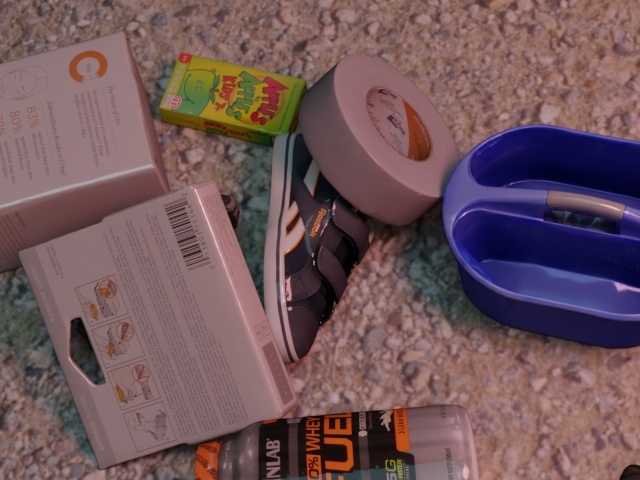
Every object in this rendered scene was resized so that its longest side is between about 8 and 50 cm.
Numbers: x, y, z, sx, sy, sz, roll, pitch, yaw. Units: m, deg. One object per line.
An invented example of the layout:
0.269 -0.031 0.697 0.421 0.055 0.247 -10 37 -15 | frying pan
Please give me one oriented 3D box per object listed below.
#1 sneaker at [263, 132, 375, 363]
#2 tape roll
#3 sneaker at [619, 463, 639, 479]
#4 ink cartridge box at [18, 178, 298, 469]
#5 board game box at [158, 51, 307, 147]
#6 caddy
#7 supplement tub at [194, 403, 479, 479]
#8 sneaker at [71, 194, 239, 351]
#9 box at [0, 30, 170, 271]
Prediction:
0.000 0.000 1.858 0.128 0.126 0.321 -2 63 10 | sneaker
0.077 -0.128 1.865 0.072 0.219 0.219 -38 59 34 | tape roll
0.545 0.294 1.616 0.483 0.185 0.202 -2 40 14 | sneaker
-0.198 0.104 1.789 0.261 0.066 0.296 -19 94 23 | ink cartridge box
-0.117 -0.190 2.002 0.181 0.043 0.092 13 67 11 | board game box
0.319 -0.010 1.806 0.341 0.179 0.241 11 66 10 | caddy
0.022 0.294 1.682 0.316 0.193 0.193 -6 65 2 | supplement tub
-0.219 0.023 1.882 0.267 0.101 0.106 -43 66 -14 | sneaker
-0.385 -0.102 1.917 0.345 0.168 0.215 -15 64 -1 | box
